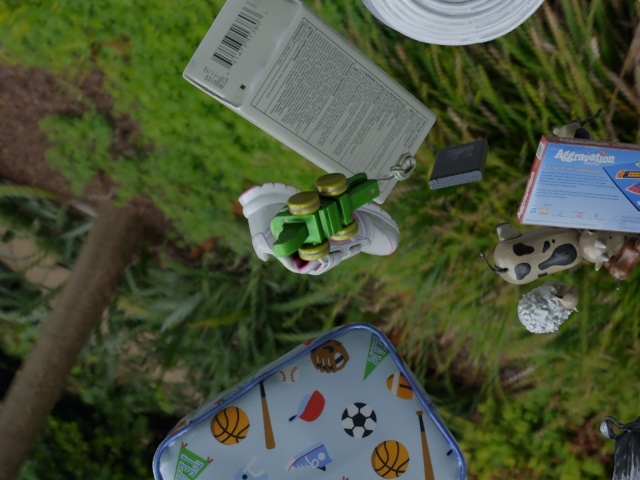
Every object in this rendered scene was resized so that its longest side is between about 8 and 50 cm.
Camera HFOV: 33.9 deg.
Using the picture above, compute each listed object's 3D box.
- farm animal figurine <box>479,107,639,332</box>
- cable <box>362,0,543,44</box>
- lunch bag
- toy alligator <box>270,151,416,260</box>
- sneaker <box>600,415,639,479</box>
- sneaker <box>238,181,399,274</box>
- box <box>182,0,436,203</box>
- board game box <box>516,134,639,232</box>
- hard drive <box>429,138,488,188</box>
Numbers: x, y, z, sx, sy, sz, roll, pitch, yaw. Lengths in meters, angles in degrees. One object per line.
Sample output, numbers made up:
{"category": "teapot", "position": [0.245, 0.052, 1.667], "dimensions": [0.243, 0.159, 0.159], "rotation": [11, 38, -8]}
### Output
{"category": "farm animal figurine", "position": [0.444, -0.020, 1.888], "dimensions": [0.330, 0.326, 0.172], "rotation": [54, -169, -15]}
{"category": "cable", "position": [0.155, -0.346, 1.210], "dimensions": [0.257, 0.257, 0.089], "rotation": [60, -173, -34]}
{"category": "lunch bag", "position": [-0.013, 0.245, 1.099], "dimensions": [0.243, 0.303, 0.115], "rotation": [58, 175, 3]}
{"category": "toy alligator", "position": [0.012, -0.035, 0.957], "dimensions": [0.051, 0.189, 0.056], "rotation": [12, 126, 42]}
{"category": "sneaker", "position": [0.411, 0.288, 1.163], "dimensions": [0.153, 0.101, 0.269], "rotation": [-19, 105, 32]}
{"category": "sneaker", "position": [0.000, 0.000, 1.491], "dimensions": [0.252, 0.111, 0.103], "rotation": [10, 157, -26]}
{"category": "box", "position": [-0.004, -0.177, 1.304], "dimensions": [0.121, 0.148, 0.311], "rotation": [34, -178, 40]}
{"category": "board game box", "position": [0.453, -0.082, 1.616], "dimensions": [0.281, 0.027, 0.145], "rotation": [4, 123, -13]}
{"category": "hard drive", "position": [0.249, -0.138, 1.885], "dimensions": [0.094, 0.135, 0.022], "rotation": [-11, 115, 20]}
